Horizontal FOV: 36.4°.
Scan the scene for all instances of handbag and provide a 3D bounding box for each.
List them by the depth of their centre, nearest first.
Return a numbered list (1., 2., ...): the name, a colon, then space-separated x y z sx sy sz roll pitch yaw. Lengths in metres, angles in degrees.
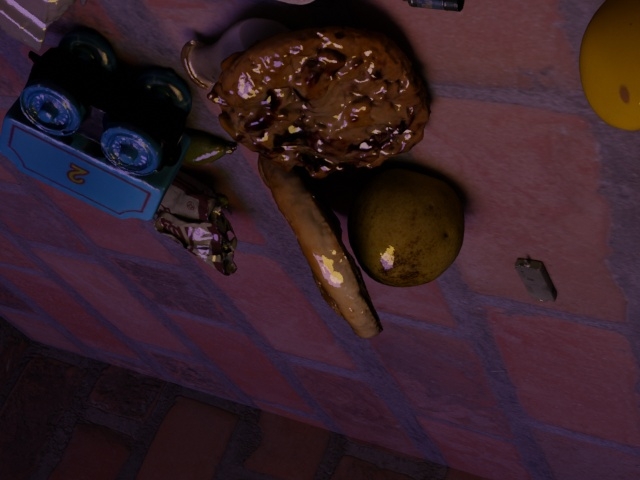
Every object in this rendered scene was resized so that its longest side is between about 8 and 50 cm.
1. handbag: -0.269 -0.053 1.935 0.235 0.127 0.213 36 153 39

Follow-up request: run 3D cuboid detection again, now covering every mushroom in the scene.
1. mushroom: -0.115 -0.262 1.416 0.116 0.093 0.225 56 155 -20

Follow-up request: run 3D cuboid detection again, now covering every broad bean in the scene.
1. broad bean: -0.250 -0.171 1.765 0.213 0.070 0.048 3 174 23

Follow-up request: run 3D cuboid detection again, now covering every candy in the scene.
1. candy: -0.194 -0.070 1.982 0.025 0.023 0.083 -19 159 2

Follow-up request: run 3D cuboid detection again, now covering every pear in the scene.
1. pear: 0.134 -0.011 1.577 0.197 0.197 0.197 20 157 9

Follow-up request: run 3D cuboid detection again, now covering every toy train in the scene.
1. toy train: -0.377 -0.189 1.639 0.300 0.188 0.265 26 141 -7

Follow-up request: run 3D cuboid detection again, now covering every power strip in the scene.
1. power strip: 0.379 0.067 1.714 0.051 0.019 0.136 9 153 35

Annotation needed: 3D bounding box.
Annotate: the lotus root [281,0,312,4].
1. lotus root: -0.030 -0.341 1.176 0.122 0.081 0.112 3 156 41

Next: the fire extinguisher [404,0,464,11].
1. fire extinguisher: 0.133 -0.292 1.179 0.083 0.025 0.038 13 177 25

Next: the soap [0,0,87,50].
1. soap: -0.411 -0.463 1.104 0.435 0.213 0.350 35 157 -24

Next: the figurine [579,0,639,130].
1. figurine: 0.410 -0.146 1.038 0.215 0.187 0.343 -5 150 34

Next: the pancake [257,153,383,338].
1. pancake: 0.000 0.000 1.625 0.387 0.082 0.387 61 -177 -6

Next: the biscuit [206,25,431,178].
1. biscuit: 0.004 -0.176 1.353 0.289 0.081 0.334 -17 152 25
